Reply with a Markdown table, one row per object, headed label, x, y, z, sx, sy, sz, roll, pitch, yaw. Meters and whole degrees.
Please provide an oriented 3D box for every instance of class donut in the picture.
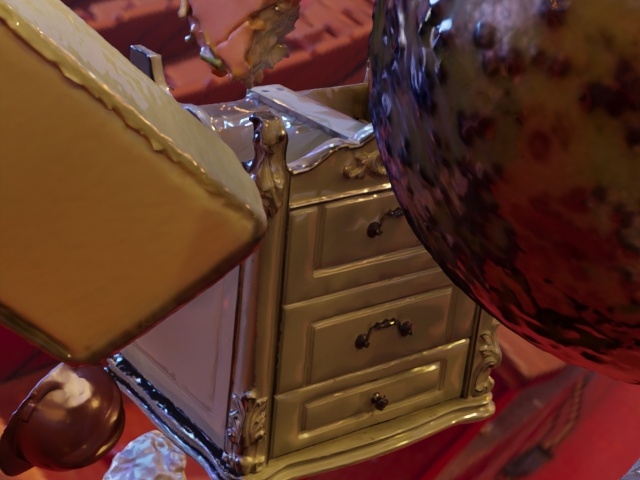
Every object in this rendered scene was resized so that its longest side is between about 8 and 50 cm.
| label | x | y | z | sx | sy | sz | roll | pitch | yaw |
| --- | --- | --- | --- | --- | --- | --- | --- | --- | --- |
| donut | 0.010 | -0.214 | 0.897 | 0.085 | 0.232 | 0.199 | 6 | 80 | -65 |

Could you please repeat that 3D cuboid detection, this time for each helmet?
| label | x | y | z | sx | sy | sz | roll | pitch | yaw |
| --- | --- | --- | --- | --- | --- | --- | --- | --- | --- |
| helmet | -0.181 | 0.142 | 0.952 | 0.057 | 0.089 | 0.111 | 29 | 58 | 20 |

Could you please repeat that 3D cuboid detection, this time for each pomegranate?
| label | x | y | z | sx | sy | sz | roll | pitch | yaw |
| --- | --- | --- | --- | --- | --- | --- | --- | --- | --- |
| pomegranate | 0.124 | -0.118 | 0.484 | 0.341 | 0.285 | 0.285 | 60 | 30 | 8 |

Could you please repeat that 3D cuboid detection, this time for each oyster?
| label | x | y | z | sx | sy | sz | roll | pitch | yaw |
| --- | --- | --- | --- | --- | --- | --- | --- | --- | --- |
| oyster | -0.233 | 0.352 | 1.679 | 0.166 | 0.110 | 0.341 | -2 | 35 | 10 |

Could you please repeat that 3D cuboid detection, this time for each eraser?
| label | x | y | z | sx | sy | sz | roll | pitch | yaw |
| --- | --- | --- | --- | --- | --- | --- | --- | --- | --- |
| eraser | -0.119 | -0.029 | 0.523 | 0.172 | 0.117 | 0.058 | 40 | 21 | -37 |

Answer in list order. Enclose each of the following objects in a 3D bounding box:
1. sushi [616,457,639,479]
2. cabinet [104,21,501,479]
| label | x | y | z | sx | sy | sz | roll | pitch | yaw |
| --- | --- | --- | --- | --- | --- | --- | --- | --- | --- |
| sushi | 0.256 | 0.241 | 0.797 | 0.109 | 0.273 | 0.134 | -24 | 35 | -13 |
| cabinet | 0.000 | 0.000 | 1.083 | 0.290 | 0.318 | 0.227 | -12 | 30 | -35 |
